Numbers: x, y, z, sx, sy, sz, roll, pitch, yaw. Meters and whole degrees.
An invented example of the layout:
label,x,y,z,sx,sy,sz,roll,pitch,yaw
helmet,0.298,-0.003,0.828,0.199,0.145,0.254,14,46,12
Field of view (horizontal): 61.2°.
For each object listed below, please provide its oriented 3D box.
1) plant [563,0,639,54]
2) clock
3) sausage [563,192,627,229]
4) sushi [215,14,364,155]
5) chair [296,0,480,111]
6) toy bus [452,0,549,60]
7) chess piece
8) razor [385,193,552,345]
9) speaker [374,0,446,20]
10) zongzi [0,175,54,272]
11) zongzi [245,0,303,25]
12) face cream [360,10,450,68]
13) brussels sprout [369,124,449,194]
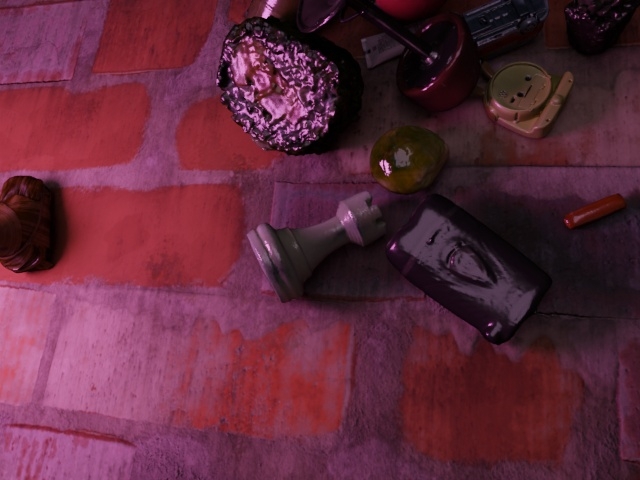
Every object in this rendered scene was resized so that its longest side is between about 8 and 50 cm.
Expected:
label,x,y,z,sx,sy,sz,roll,pitch,yaw
plant,0.644,-0.528,1.245,0.132,0.194,0.129,-43,63,-3
clock,0.469,-0.356,1.303,0.232,0.069,0.170,28,82,21
sausage,0.602,-0.062,1.192,0.131,0.041,0.039,-23,74,7
sushi,-0.078,-0.370,1.338,0.352,0.178,0.294,34,119,15
chair,0.169,-0.466,1.210,0.227,0.401,0.226,-33,46,42
toy bus,0.420,-0.519,1.338,0.265,0.120,0.121,-21,71,9
chess piece,0.000,0.000,1.264,0.299,0.194,0.194,-27,68,-5
razor,0.317,0.058,1.189,0.349,0.113,0.204,41,87,20
speaker,0.214,-0.706,1.362,0.295,0.294,0.293,-4,72,13
zongzi,-0.835,-0.077,1.434,0.134,0.288,0.285,-14,70,4
zongzi,-0.017,-0.684,1.509,0.174,0.393,0.356,47,127,18
face cream,0.231,-0.535,1.432,0.244,0.058,0.092,-15,76,16
brussels sprout,0.207,-0.196,1.283,0.181,0.143,0.162,-35,45,-22
